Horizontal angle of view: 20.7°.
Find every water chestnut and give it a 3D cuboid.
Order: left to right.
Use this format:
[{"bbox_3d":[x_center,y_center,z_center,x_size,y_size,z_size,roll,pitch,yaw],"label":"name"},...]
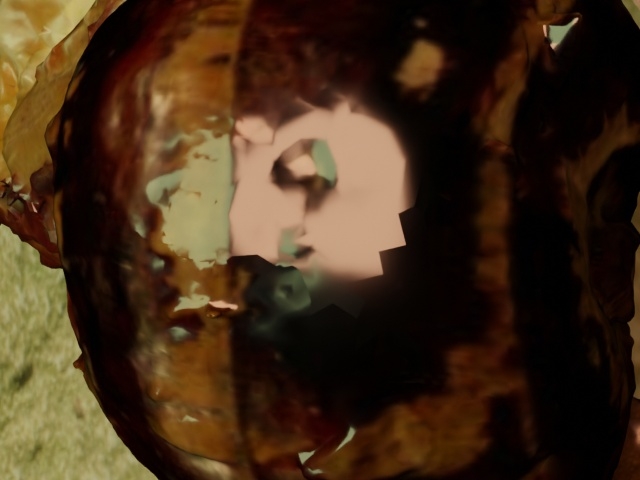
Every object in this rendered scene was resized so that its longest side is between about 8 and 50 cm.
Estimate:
[{"bbox_3d":[0.000,0.000,0.726,0.300,0.300,0.300,-3,85,44],"label":"water chestnut"}]

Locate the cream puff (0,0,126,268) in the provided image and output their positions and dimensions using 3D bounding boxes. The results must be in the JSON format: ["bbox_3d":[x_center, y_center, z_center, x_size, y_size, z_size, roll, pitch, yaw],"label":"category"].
[{"bbox_3d":[-0.056,-0.126,0.962,0.350,0.229,0.350,-26,56,47],"label":"cream puff"}]

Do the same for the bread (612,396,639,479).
[{"bbox_3d":[0.179,0.202,0.778,0.232,0.135,0.246,17,99,43],"label":"bread"}]

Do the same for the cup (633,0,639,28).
[{"bbox_3d":[0.253,-0.182,0.668,0.274,0.253,0.253,-15,77,49],"label":"cup"}]
